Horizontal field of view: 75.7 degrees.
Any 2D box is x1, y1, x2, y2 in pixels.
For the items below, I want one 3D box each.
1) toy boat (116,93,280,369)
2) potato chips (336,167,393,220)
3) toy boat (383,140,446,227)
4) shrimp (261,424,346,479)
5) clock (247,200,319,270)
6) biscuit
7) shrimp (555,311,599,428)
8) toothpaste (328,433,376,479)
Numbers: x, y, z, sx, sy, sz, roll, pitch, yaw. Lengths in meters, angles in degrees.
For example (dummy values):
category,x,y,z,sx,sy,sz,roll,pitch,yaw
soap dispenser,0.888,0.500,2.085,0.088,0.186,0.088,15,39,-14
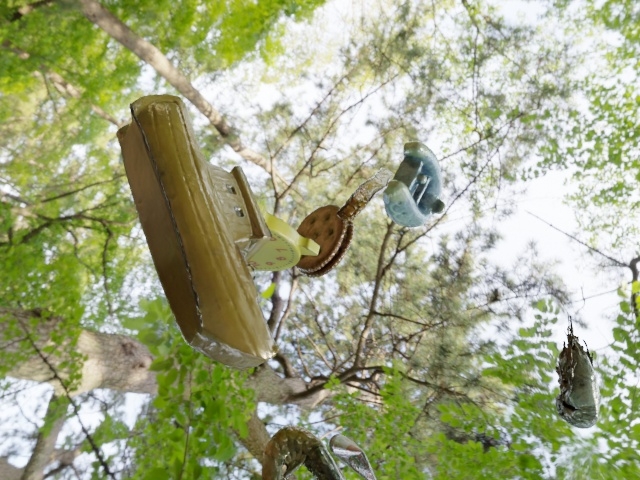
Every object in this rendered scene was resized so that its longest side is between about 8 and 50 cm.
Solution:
category,x,y,z,sx,sy,sz,roll,pitch,yaw
toy boat,-0.124,-0.018,0.447,0.089,0.121,0.321,-39,-112,36
potato chips,0.068,-0.068,0.521,0.026,0.204,0.037,41,-61,1
toy boat,0.287,-0.140,1.177,0.123,0.330,0.215,22,-101,26
shrimp,-0.025,0.460,0.783,0.217,0.150,0.051,43,-52,22
clock,-0.180,0.010,0.968,0.293,0.277,0.071,-16,-127,44
biscuit,0.000,0.000,1.171,0.220,0.066,0.221,-30,-139,31
shrimp,0.503,0.255,0.813,0.079,0.090,0.233,-3,-87,61
toothpaste,0.080,0.520,0.994,0.057,0.234,0.089,-23,-95,-21
